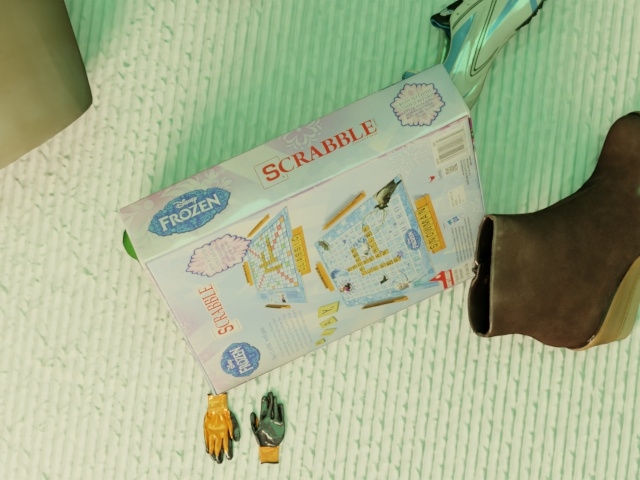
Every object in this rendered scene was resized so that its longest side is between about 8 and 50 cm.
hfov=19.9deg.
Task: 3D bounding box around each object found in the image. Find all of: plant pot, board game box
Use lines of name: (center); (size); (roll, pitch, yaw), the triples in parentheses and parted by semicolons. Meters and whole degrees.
plant pot: (-0.373, -0.203, 1.764); (0.323, 0.323, 0.280); (-31, 103, -3)
board game box: (0.000, 0.000, 1.728); (0.318, 0.318, 0.066); (-24, 62, -4)

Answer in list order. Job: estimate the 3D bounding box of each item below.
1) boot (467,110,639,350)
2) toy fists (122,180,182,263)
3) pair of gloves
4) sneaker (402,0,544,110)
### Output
boot: (0.247, -0.015, 1.800); (0.207, 0.090, 0.248); (7, 92, -39)
toy fists: (-0.063, -0.041, 1.817); (0.279, 0.142, 0.096); (-24, 97, -3)
pair of gloves: (-0.078, 0.191, 1.861); (0.083, 0.010, 0.074); (0, 85, -2)
sneaker: (0.170, -0.235, 1.862); (0.086, 0.085, 0.237); (34, 85, -9)
